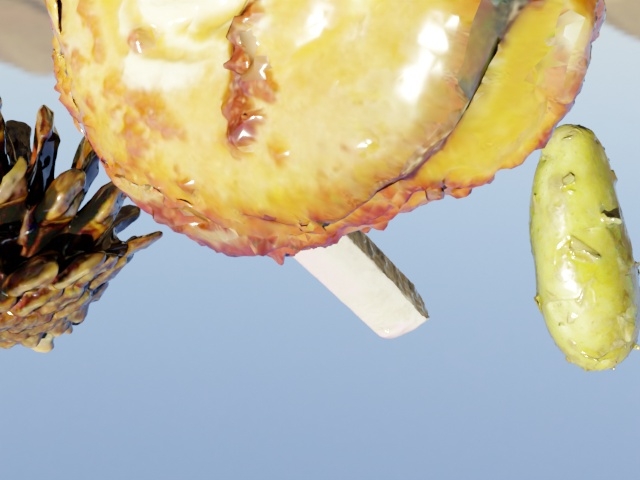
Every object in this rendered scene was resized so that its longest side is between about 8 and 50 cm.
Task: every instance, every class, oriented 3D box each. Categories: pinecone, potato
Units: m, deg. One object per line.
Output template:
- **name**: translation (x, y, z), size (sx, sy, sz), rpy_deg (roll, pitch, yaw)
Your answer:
- **pinecone**: translation (-0.244, -0.016, 1.172), size (0.201, 0.202, 0.229), rpy_deg (42, -179, -6)
- **potato**: translation (0.234, 0.007, 1.377), size (0.090, 0.225, 0.117), rpy_deg (-8, -172, 24)

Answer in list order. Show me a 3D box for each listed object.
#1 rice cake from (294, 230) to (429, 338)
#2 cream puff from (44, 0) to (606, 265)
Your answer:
- **rice cake**: translation (0.001, 0.000, 1.738), size (0.070, 0.399, 0.064), rpy_deg (-32, -137, 17)
- **cream puff**: translation (0.003, -0.111, 0.632), size (0.240, 0.240, 0.164), rpy_deg (7, -179, 33)
